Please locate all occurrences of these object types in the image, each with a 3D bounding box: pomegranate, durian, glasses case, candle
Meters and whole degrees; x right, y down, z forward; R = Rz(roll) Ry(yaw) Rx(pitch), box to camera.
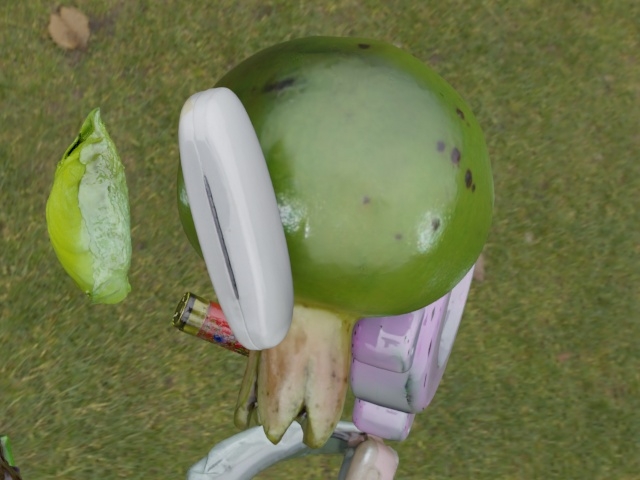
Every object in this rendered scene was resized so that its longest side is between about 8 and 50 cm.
[{"bbox_3d":[0.000,0.000,0.804,0.236,0.236,0.301,18,83,-16],"label":"pomegranate"},{"bbox_3d":[-0.296,-0.040,1.443,0.101,0.139,0.250,4,75,-42],"label":"durian"},{"bbox_3d":[-0.050,-0.012,0.668,0.063,0.041,0.164,-52,132,-62],"label":"glasses case"},{"bbox_3d":[-0.115,0.109,1.359,0.131,0.052,0.052,24,70,-17],"label":"candle"}]

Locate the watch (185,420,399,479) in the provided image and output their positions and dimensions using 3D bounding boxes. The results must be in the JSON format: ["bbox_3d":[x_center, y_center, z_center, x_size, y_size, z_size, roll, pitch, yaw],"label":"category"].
[{"bbox_3d":[-0.049,0.333,1.357,0.241,0.161,0.253,18,55,6],"label":"watch"}]

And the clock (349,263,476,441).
[{"bbox_3d":[0.087,0.040,1.002,0.090,0.227,0.247,13,56,13],"label":"clock"}]

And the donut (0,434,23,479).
[{"bbox_3d":[-0.274,0.122,0.513,0.270,0.270,0.103,-9,76,-23],"label":"donut"}]
